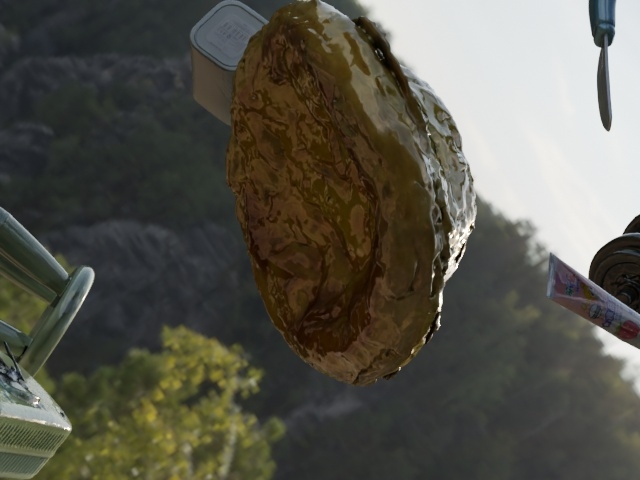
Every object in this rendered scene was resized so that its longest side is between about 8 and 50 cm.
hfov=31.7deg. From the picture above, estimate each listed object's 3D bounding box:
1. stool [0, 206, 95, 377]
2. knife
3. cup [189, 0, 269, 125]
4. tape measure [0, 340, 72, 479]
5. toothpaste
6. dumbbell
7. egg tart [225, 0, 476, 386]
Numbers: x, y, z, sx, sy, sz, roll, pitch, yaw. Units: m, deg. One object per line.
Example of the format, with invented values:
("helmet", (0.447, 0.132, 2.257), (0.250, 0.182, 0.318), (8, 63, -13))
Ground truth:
("stool", (-0.436, 0.075, 1.514), (0.198, 0.195, 0.195), (32, -20, -15))
("knife", (0.312, -0.201, 1.239), (0.058, 0.032, 0.244), (98, 1, -55))
("cup", (-0.094, -0.205, 1.375), (0.128, 0.095, 0.129), (38, -19, 14))
("tape measure", (-0.402, 0.169, 1.276), (0.207, 0.115, 0.235), (42, -1, 21))
("toothpaste", (0.366, 0.086, 1.485), (0.194, 0.043, 0.067), (30, 56, -27))
("dumbbell", (0.591, 0.053, 1.991), (0.290, 0.192, 0.192), (-29, 87, -47))
("egg tart", (0.028, -0.045, 0.946), (0.341, 0.129, 0.341), (44, -38, 48))
